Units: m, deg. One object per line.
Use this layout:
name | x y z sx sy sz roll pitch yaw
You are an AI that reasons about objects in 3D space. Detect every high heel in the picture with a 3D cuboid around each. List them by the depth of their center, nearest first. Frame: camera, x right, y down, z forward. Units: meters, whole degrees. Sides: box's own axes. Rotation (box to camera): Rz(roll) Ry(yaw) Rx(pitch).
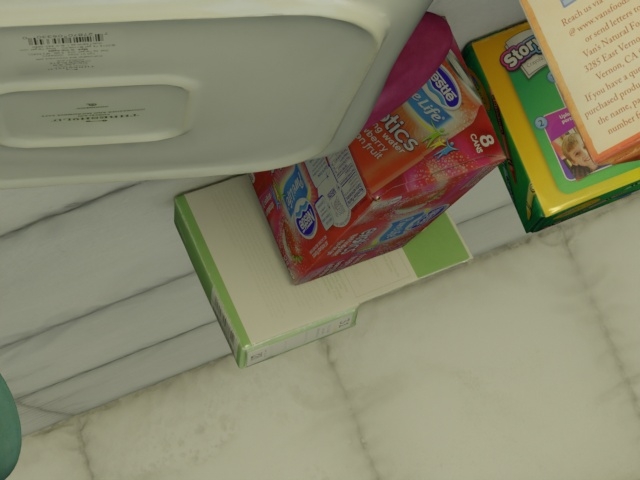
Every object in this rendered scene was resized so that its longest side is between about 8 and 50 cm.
high heel | -0.029 -0.111 0.933 0.244 0.082 0.117 -15 170 6

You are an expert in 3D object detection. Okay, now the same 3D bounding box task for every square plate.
square plate | -0.118 -0.082 0.677 0.347 0.049 0.344 -4 169 -9

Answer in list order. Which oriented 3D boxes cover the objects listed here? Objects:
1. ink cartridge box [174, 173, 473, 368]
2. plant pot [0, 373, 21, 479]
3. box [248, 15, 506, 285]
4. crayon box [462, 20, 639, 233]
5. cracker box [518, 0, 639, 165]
ink cartridge box | 0.000 0.000 1.296 0.235 0.171 0.056 -20 155 -15
plant pot | -0.428 0.208 1.288 0.271 0.272 0.255 -30 -178 39
box | 0.036 -0.066 1.145 0.122 0.128 0.257 -18 169 -20
crayon box | 0.280 -0.135 1.200 0.278 0.165 0.081 -21 170 -4
cracker box | 0.122 -0.150 0.551 0.067 0.232 0.155 -31 167 37
